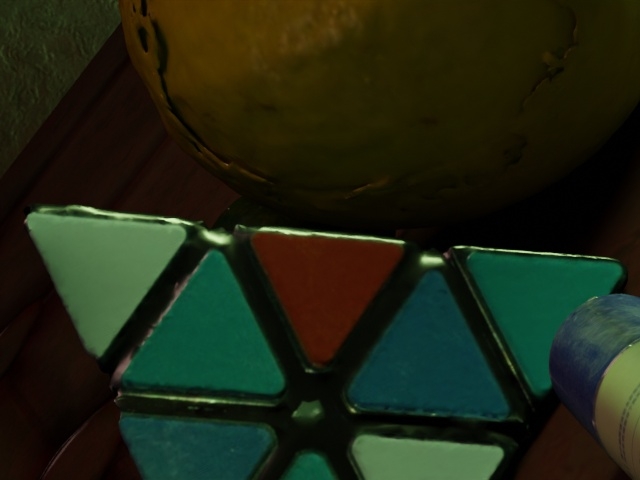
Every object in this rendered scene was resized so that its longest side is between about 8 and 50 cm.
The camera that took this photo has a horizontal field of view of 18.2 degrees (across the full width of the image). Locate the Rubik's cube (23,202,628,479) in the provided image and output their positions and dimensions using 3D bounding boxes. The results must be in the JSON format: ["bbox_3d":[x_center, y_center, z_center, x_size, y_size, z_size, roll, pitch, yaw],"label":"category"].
[{"bbox_3d":[0.017,0.083,0.987,0.250,0.284,0.234,-29,-10,-11],"label":"Rubik's cube"}]

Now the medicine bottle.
[{"bbox_3d":[0.139,0.073,0.695,0.059,0.059,0.231,-51,16,4],"label":"medicine bottle"}]

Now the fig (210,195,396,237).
[{"bbox_3d":[0.000,0.000,1.153,0.117,0.117,0.177,-33,17,49],"label":"fig"}]

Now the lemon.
[{"bbox_3d":[0.039,-0.144,1.027,0.297,0.297,0.297,-46,17,19],"label":"lemon"}]
